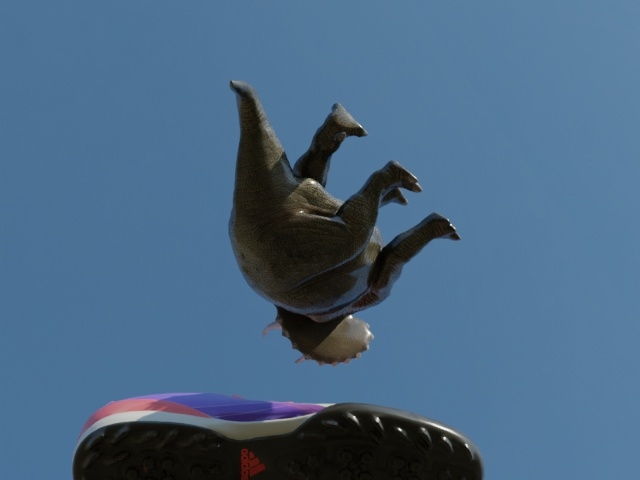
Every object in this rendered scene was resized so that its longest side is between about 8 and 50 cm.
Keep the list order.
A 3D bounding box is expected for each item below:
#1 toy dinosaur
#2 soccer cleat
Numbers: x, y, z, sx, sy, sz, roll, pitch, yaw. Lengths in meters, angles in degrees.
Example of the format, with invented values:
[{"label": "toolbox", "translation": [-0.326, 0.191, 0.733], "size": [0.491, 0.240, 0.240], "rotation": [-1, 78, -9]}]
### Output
[{"label": "toy dinosaur", "translation": [0.000, 0.000, 1.150], "size": [0.160, 0.121, 0.313], "rotation": [-46, -32, -5]}, {"label": "soccer cleat", "translation": [-0.032, 0.163, 1.199], "size": [0.318, 0.116, 0.108], "rotation": [1, -74, -3]}]
